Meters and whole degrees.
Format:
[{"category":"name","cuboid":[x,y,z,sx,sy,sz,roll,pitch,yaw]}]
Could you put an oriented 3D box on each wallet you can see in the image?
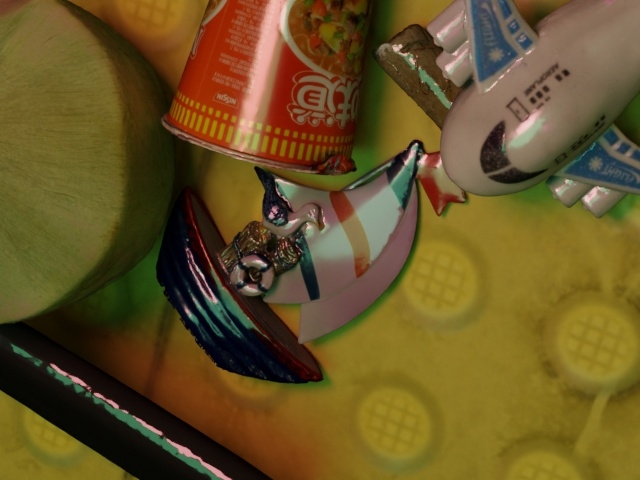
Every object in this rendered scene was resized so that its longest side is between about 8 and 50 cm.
[{"category":"wallet","cuboid":[-0.202,0.184,1.680,0.406,0.228,0.062,30,75,12]}]

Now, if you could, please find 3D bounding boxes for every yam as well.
[{"category":"yam","cuboid":[0.108,-0.138,1.534,0.054,0.054,0.132,-43,87,27]}]

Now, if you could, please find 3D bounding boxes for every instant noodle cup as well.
[{"category":"instant noodle cup","cuboid":[-0.029,-0.184,1.516,0.193,0.193,0.212,19,104,16]}]

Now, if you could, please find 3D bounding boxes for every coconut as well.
[{"category":"coconut","cuboid":[-0.279,-0.075,1.551,0.281,0.328,0.328,40,116,10]}]

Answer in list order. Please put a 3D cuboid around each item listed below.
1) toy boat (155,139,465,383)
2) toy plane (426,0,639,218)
[{"category":"toy boat","cuboid":[-0.004,0.029,1.634,0.318,0.072,0.219,-9,99,15]},{"category":"toy plane","cuboid":[0.213,-0.135,1.439,0.266,0.123,0.267,-1,114,-2]}]
